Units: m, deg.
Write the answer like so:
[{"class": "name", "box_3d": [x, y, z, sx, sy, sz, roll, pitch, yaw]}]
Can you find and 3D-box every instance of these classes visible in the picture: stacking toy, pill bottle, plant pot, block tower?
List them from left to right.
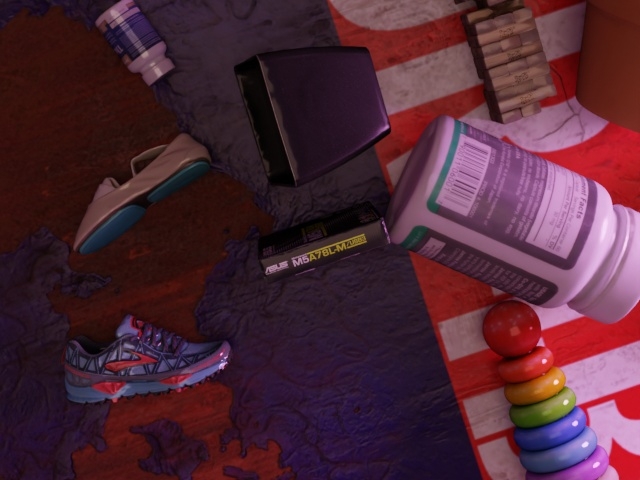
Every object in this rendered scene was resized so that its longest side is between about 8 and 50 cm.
[{"class": "pill bottle", "box_3d": [-0.268, -0.288, 1.524, 0.067, 0.067, 0.120, -36, 98, 2]}, {"class": "plant pot", "box_3d": [-0.006, -0.190, 1.504, 0.167, 0.188, 0.187, -18, 98, -14]}, {"class": "block tower", "box_3d": [0.252, -0.345, 1.532, 0.091, 0.097, 0.335, -19, 100, 0]}, {"class": "pill bottle", "box_3d": [0.293, -0.023, 1.521, 0.361, 0.204, 0.204, 24, 96, -6]}, {"class": "stacking toy", "box_3d": [0.337, 0.249, 1.610, 0.141, 0.141, 0.330, -22, 91, 0]}, {"class": "plant pot", "box_3d": [0.493, -0.265, 1.476, 0.291, 0.291, 0.203, 13, 113, -5]}]

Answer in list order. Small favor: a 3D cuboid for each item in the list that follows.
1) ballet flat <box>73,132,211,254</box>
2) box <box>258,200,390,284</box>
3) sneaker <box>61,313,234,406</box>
[{"class": "ballet flat", "box_3d": [-0.277, -0.076, 1.556, 0.248, 0.086, 0.086, -34, 98, 1]}, {"class": "box", "box_3d": [0.000, 0.000, 1.516, 0.184, 0.190, 0.045, -17, 100, 0]}, {"class": "sneaker", "box_3d": [-0.264, 0.170, 1.570, 0.262, 0.104, 0.125, -11, 96, -2]}]
